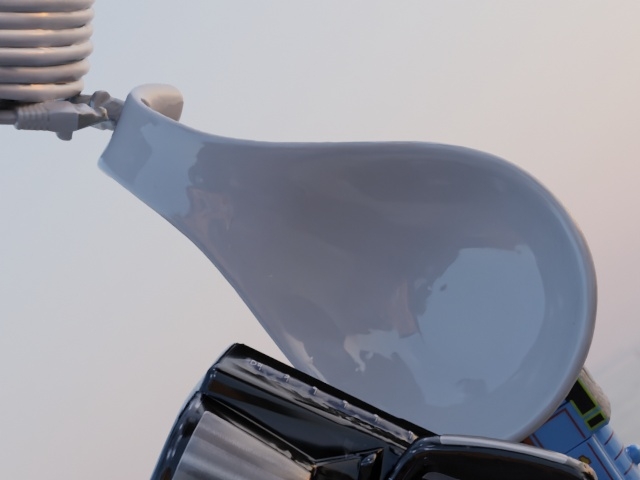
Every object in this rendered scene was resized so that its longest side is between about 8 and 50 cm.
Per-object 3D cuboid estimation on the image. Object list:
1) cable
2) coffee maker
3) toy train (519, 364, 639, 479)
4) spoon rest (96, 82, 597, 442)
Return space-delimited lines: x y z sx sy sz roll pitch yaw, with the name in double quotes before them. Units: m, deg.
"cable" -0.243 -0.133 1.030 0.257 0.257 0.089 4 -75 -37
"coffee maker" 0.021 0.124 0.752 0.171 0.178 0.120 89 -155 -78
"toy train" 0.135 0.137 1.152 0.105 0.184 0.080 -33 10 8
"spoon rest" 0.000 0.000 0.901 0.084 0.276 0.137 12 -77 -59
